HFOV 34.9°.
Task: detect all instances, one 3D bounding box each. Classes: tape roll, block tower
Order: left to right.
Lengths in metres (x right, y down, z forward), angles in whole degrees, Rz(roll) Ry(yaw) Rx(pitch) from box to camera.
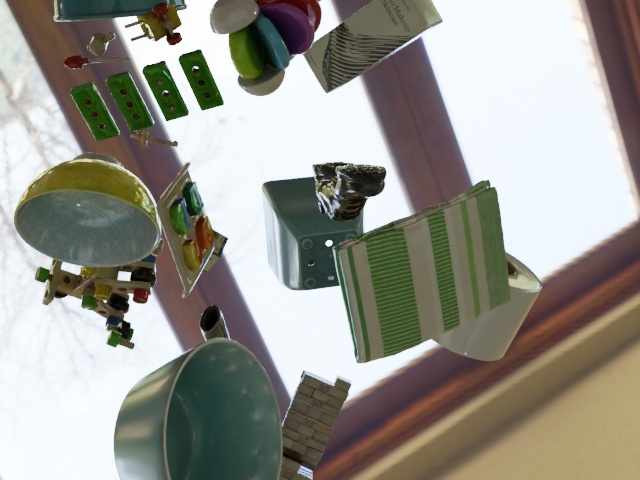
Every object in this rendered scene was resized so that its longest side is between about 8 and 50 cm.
[{"bbox_3d":[-0.048,0.397,1.864,0.091,0.097,0.335,102,12,-88],"label":"block tower"},{"bbox_3d":[0.301,0.106,2.062,0.246,0.246,0.169,-90,-156,-69],"label":"tape roll"}]

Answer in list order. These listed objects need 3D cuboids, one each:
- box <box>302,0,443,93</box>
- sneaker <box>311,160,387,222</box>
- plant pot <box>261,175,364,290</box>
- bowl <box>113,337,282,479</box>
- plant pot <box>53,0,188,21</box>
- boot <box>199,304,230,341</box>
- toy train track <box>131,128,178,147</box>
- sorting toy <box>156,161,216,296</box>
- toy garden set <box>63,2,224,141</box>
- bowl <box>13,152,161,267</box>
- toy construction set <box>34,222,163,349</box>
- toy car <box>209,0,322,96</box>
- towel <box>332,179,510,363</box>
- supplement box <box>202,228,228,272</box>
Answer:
[{"bbox_3d":[0.103,-0.416,2.074,0.275,0.113,0.094,-30,-176,34],"label":"box"},{"bbox_3d":[0.064,-0.100,2.151,0.109,0.130,0.286,-2,-174,-17],"label":"sneaker"},{"bbox_3d":[0.000,0.000,2.507,0.247,0.247,0.252,-7,-154,-8],"label":"plant pot"},{"bbox_3d":[-0.209,0.317,1.616,0.163,0.312,0.311,-9,-154,31],"label":"bowl"},{"bbox_3d":[-0.415,-0.582,2.044,0.271,0.255,0.272,-4,-164,1],"label":"plant pot"},{"bbox_3d":[-0.243,0.292,2.519,0.076,0.208,0.190,-10,-140,-1],"label":"boot"},{"bbox_3d":[-0.292,-0.181,1.798,0.083,0.048,0.014,12,-126,-7],"label":"toy train track"},{"bbox_3d":[-0.249,-0.024,1.944,0.038,0.208,0.193,-6,-155,12],"label":"sorting toy"},{"bbox_3d":[-0.313,-0.294,1.747,0.244,0.204,0.049,-14,-141,11],"label":"toy garden set"},{"bbox_3d":[-0.463,-0.083,2.067,0.289,0.289,0.156,-13,-124,21],"label":"bowl"},{"bbox_3d":[-0.500,0.056,2.299,0.309,0.237,0.257,-70,-160,-5],"label":"toy construction set"},{"bbox_3d":[-0.067,-0.311,1.487,0.136,0.159,0.182,-3,-137,25],"label":"toy car"},{"bbox_3d":[0.181,0.057,1.744,0.324,0.248,0.038,-23,-153,-23],"label":"towel"},{"bbox_3d":[-0.265,0.014,2.275,0.083,0.083,0.056,-45,-160,46],"label":"supplement box"}]
